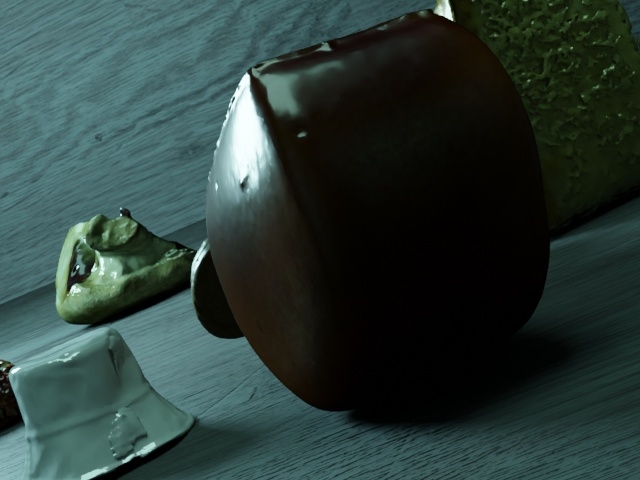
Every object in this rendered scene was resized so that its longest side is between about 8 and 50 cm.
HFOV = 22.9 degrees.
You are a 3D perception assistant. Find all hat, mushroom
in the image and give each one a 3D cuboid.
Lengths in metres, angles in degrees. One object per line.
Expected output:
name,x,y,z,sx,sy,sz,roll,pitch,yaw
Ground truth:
hat,-0.234,0.162,1.565,0.203,0.126,0.203,-24,3,1
mushroom,-0.327,0.060,2.705,0.218,0.211,0.292,19,-20,-15

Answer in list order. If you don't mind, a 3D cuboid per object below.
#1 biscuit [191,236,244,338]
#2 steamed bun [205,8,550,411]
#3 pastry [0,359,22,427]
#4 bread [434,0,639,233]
biscuit,0.015,0.025,1.559,0.290,0.208,0.041,-15,36,-10
steamed bun,0.048,0.002,1.309,0.235,0.248,0.379,-21,-18,-18
pastry,-0.473,0.219,2.068,0.209,0.097,0.115,-22,17,0
bread,0.236,-0.165,1.815,0.248,0.315,0.279,-24,-3,-12
